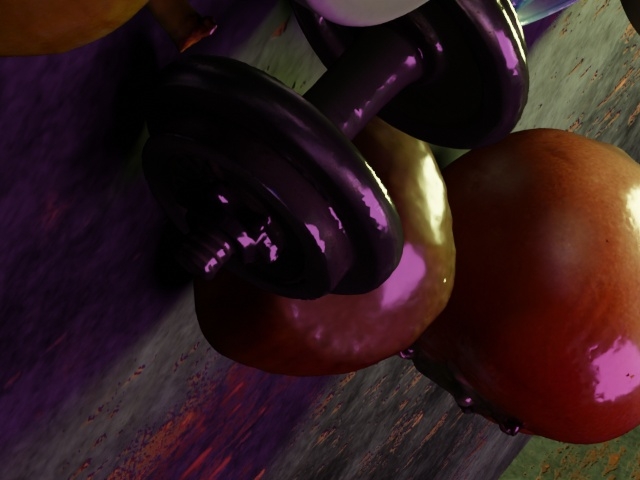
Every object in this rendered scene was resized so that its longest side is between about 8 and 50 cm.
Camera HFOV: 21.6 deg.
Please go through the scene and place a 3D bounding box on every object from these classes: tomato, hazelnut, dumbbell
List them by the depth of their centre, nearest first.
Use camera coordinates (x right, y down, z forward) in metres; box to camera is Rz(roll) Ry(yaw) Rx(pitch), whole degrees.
[{"bbox_3d":[0.012,-0.086,1.040,0.290,0.192,0.192,-48,162,-22],"label":"dumbbell"},{"bbox_3d":[0.008,0.005,1.213,0.210,0.186,0.210,-47,146,-48],"label":"hazelnut"},{"bbox_3d":[0.231,0.043,1.677,0.321,0.321,0.321,-50,162,-22],"label":"tomato"}]

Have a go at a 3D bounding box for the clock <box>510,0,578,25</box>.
[{"bbox_3d":[0.198,-0.245,1.305,0.224,0.094,0.274,-27,179,8],"label":"clock"}]

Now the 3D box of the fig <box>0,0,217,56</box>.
[{"bbox_3d":[-0.111,-0.146,0.679,0.142,0.148,0.186,-65,177,23],"label":"fig"}]

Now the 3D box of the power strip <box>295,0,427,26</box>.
[{"bbox_3d":[0.026,-0.280,0.768,0.357,0.161,0.357,-48,161,-23],"label":"power strip"}]

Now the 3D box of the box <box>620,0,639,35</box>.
[{"bbox_3d":[0.416,-0.300,1.709,0.226,0.226,0.149,-53,164,-11],"label":"box"}]
